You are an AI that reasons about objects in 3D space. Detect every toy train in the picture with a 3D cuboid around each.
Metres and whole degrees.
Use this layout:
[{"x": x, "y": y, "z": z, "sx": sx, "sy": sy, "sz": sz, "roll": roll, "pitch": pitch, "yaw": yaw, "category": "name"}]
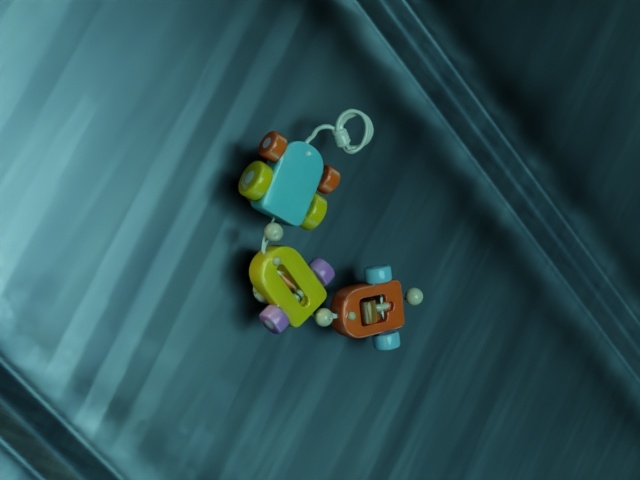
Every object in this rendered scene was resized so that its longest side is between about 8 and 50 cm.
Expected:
[{"x": 0.000, "y": 0.000, "z": 0.833, "sx": 0.125, "sy": 0.046, "sz": 0.166, "roll": -17, "pitch": 102, "yaw": -32, "category": "toy train"}]
